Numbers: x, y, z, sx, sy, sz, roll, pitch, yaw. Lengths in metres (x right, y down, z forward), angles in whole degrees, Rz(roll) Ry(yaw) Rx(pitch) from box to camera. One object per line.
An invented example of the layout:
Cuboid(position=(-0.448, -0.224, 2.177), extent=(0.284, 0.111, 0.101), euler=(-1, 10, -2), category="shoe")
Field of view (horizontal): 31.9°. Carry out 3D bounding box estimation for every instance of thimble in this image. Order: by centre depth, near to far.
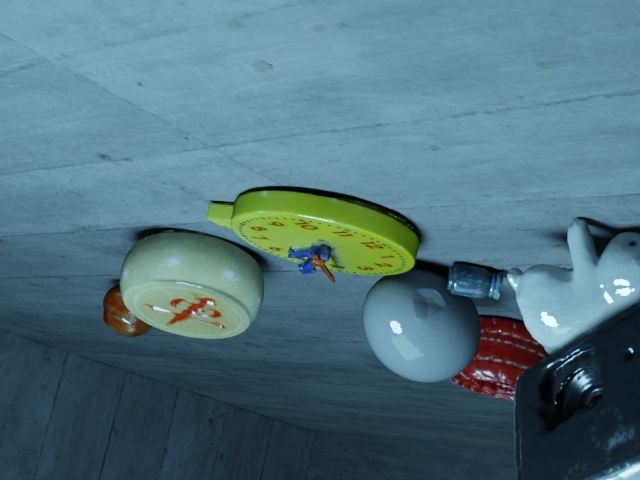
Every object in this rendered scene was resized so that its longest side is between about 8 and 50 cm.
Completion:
Cuboid(position=(0.337, 0.217, 2.057), extent=(0.190, 0.125, 0.163), euler=(14, 162, -9), category="thimble")

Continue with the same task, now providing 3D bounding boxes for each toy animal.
Cuboid(position=(0.383, 0.043, 1.430), extent=(0.140, 0.138, 0.282), euler=(15, 143, -41), category="toy animal")

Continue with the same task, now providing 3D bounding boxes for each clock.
Cuboid(position=(0.000, 0.004, 1.642), extent=(0.277, 0.071, 0.293), euler=(23, 160, -35), category="clock")

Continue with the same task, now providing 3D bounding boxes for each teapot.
Cuboid(position=(0.237, 0.066, 1.730), extent=(0.083, 0.049, 0.063), euler=(11, 164, 2), category="teapot")

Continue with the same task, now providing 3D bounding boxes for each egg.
Cuboid(position=(0.159, 0.132, 1.793), extent=(0.176, 0.176, 0.232), euler=(1, 152, 34), category="egg")

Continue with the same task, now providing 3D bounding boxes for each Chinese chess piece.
Cuboid(position=(-0.222, 0.081, 1.936), extent=(0.251, 0.097, 0.251), euler=(7, 151, 4), category="Chinese chess piece")

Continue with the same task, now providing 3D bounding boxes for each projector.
Cuboid(position=(0.510, 0.258, 1.386), extent=(0.405, 0.242, 0.395), euler=(25, 138, -24), category="projector")

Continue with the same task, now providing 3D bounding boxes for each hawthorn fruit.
Cuboid(position=(-0.401, 0.146, 2.365), extent=(0.128, 0.128, 0.128), euler=(11, 165, 3), category="hawthorn fruit")
